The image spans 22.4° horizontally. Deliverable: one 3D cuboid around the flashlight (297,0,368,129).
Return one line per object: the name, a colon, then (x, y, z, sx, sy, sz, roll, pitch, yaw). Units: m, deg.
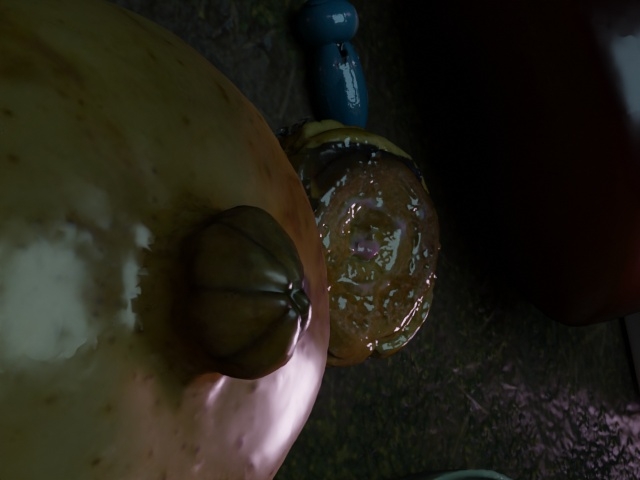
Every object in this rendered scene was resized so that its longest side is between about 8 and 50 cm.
flashlight: (0.012, -0.136, 1.319, 0.051, 0.051, 0.129, -11, 94, -45)

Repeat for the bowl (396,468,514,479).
bowl: (0.148, 0.326, 1.269, 0.307, 0.163, 0.307, 16, 67, -40)

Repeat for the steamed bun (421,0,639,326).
steamed bun: (0.250, -0.128, 1.367, 0.235, 0.248, 0.379, -17, 92, -23)

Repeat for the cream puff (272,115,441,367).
cream puff: (0.000, 0.000, 1.215, 0.189, 0.129, 0.189, 1, 89, -42)

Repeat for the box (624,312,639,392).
box: (0.421, 0.056, 1.621, 0.274, 0.116, 0.203, -9, 88, -45)

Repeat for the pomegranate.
pomegranate: (-0.160, 0.034, 0.850, 0.410, 0.410, 0.410, 12, 72, -42)
